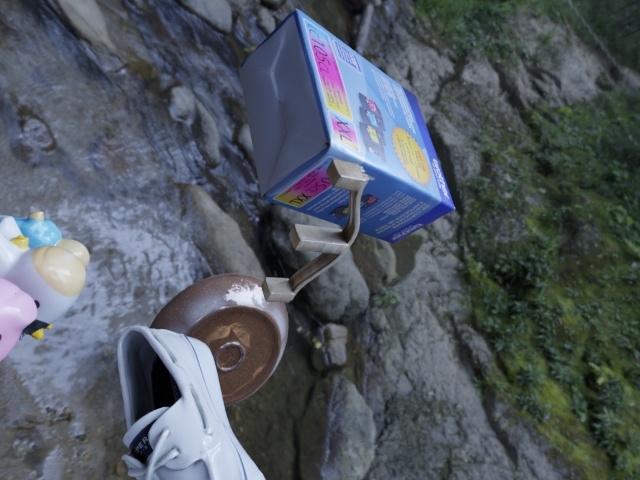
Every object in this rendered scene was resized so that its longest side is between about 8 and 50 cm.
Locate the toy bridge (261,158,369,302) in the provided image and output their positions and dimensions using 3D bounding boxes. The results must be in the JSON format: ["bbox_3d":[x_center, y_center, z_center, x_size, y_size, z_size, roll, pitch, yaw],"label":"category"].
[{"bbox_3d":[0.000,0.000,0.558,0.063,0.188,0.026,5,44,-31],"label":"toy bridge"}]

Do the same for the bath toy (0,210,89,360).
[{"bbox_3d":[-0.296,0.053,0.440,0.348,0.152,0.128,-128,-140,-80],"label":"bath toy"}]

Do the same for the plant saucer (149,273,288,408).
[{"bbox_3d":[-0.120,0.139,0.683,0.199,0.198,0.036,41,-4,-38],"label":"plant saucer"}]

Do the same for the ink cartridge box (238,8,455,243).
[{"bbox_3d":[0.070,-0.163,0.927,0.396,0.151,0.269,18,51,-47],"label":"ink cartridge box"}]

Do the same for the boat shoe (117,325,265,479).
[{"bbox_3d":[-0.121,0.172,0.458,0.088,0.096,0.267,34,19,-41],"label":"boat shoe"}]
